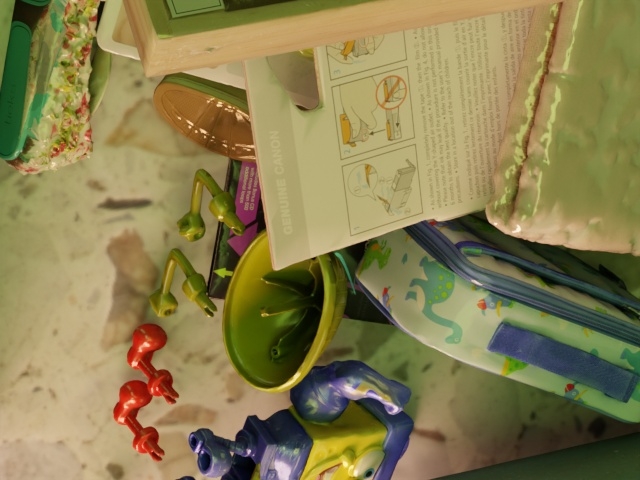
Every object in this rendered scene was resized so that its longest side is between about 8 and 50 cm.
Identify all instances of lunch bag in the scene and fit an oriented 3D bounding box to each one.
[{"bbox_3d":[0.148,0.051,1.227,0.219,0.176,0.090,21,103,-24],"label":"lunch bag"}]

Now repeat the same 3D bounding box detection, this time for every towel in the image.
[{"bbox_3d":[0.256,-0.142,1.159,0.332,0.053,0.317,7,97,-46],"label":"towel"}]

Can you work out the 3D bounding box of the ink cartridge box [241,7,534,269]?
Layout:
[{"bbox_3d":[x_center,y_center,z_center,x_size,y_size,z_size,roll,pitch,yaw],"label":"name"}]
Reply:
[{"bbox_3d":[0.057,-0.155,1.098,0.261,0.066,0.296,-16,115,-19],"label":"ink cartridge box"}]

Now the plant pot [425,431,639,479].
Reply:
[{"bbox_3d":[0.227,0.286,1.229,0.334,0.341,0.341,-7,105,-3],"label":"plant pot"}]

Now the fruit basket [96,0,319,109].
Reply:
[{"bbox_3d":[0.055,-0.237,1.167,0.353,0.165,0.327,17,103,-13],"label":"fruit basket"}]

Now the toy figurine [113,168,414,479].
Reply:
[{"bbox_3d":[-0.017,0.132,1.288,0.217,0.191,0.362,2,117,-38],"label":"toy figurine"}]

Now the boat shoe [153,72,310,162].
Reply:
[{"bbox_3d":[-0.041,-0.095,1.248,0.170,0.059,0.063,21,143,-11],"label":"boat shoe"}]

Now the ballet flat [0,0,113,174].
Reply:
[{"bbox_3d":[-0.185,-0.164,1.215,0.077,0.091,0.241,1,112,-37],"label":"ballet flat"}]

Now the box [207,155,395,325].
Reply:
[{"bbox_3d":[0.000,0.000,1.292,0.162,0.029,0.116,8,104,-8],"label":"box"}]

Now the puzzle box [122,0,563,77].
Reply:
[{"bbox_3d":[-0.024,-0.308,0.977,0.272,0.052,0.408,-13,75,-18],"label":"puzzle box"}]
